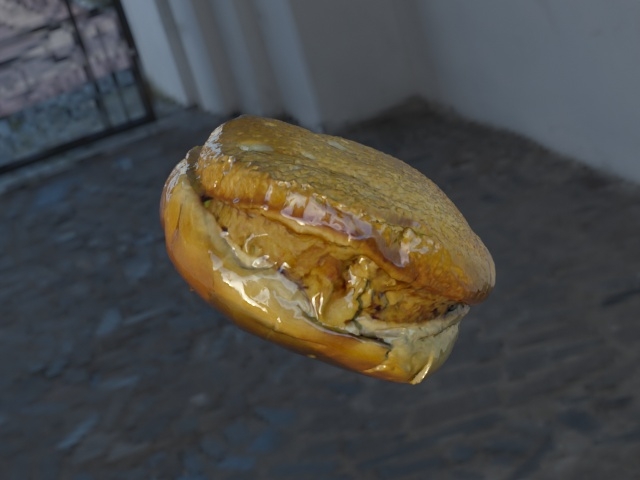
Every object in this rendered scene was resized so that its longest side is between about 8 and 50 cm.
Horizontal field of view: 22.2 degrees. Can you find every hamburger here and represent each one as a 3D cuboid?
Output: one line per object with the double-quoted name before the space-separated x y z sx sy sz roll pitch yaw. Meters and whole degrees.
"hamburger" 0.000 0.000 1.441 0.170 0.289 0.314 -60 20 14
